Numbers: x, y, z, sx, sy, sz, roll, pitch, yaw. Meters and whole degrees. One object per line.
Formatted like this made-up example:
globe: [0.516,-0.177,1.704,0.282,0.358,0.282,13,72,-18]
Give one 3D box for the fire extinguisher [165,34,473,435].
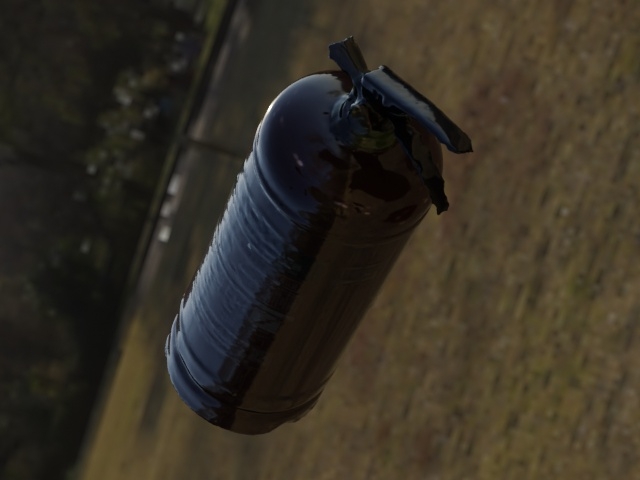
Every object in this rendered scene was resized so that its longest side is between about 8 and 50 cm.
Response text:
fire extinguisher: [0.000,0.000,1.181,0.135,0.114,0.337,54,146,21]
